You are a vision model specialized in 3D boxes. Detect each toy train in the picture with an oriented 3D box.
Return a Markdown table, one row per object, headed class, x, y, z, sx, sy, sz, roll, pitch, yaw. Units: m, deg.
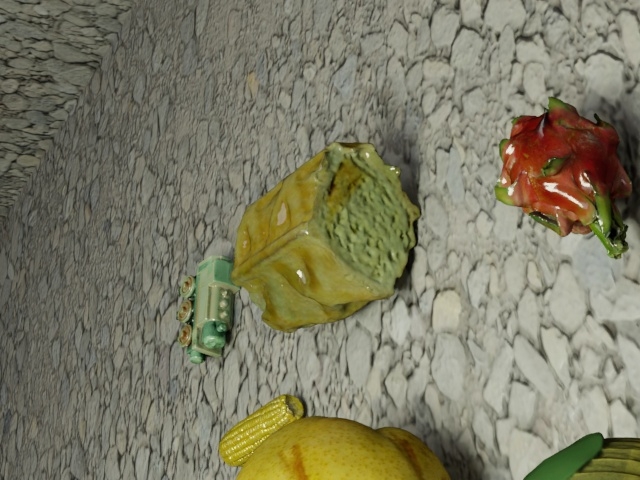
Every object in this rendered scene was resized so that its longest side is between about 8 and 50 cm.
| class | x | y | z | sx | sy | sz | roll | pitch | yaw |
| --- | --- | --- | --- | --- | --- | --- | --- | --- | --- |
| toy train | -0.204 | 0.126 | 2.047 | 0.125 | 0.081 | 0.194 | -34 | 46 | 43 |

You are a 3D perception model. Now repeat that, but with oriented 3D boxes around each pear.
| class | x | y | z | sx | sy | sz | roll | pitch | yaw |
| --- | --- | --- | --- | --- | --- | --- | --- | --- | --- |
| pear | 0.027 | 0.364 | 1.322 | 0.314 | 0.314 | 0.314 | -35 | 46 | 48 |

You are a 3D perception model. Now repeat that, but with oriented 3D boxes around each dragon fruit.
| class | x | y | z | sx | sy | sz | roll | pitch | yaw |
| --- | --- | --- | --- | --- | --- | --- | --- | --- | --- |
| dragon fruit | 0.280 | -0.067 | 1.258 | 0.236 | 0.137 | 0.135 | -97 | 28 | -50 |

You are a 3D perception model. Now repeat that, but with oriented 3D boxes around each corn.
| class | x | y | z | sx | sy | sz | roll | pitch | yaw |
| --- | --- | --- | --- | --- | --- | --- | --- | --- | --- |
| corn | -0.097 | 0.304 | 1.779 | 0.206 | 0.067 | 0.067 | -43 | 41 | 40 |

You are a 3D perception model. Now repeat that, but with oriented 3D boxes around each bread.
| class | x | y | z | sx | sy | sz | roll | pitch | yaw |
| --- | --- | --- | --- | --- | --- | --- | --- | --- | --- |
| bread | 0.004 | 0.005 | 1.642 | 0.252 | 0.196 | 0.238 | -19 | 55 | 52 |

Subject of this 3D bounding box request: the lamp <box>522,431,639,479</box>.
| class | x | y | z | sx | sy | sz | roll | pitch | yaw |
| --- | --- | --- | --- | --- | --- | --- | --- | --- | --- |
| lamp | 0.281 | 0.294 | 1.006 | 0.250 | 0.284 | 0.250 | 4 | 100 | 22 |
